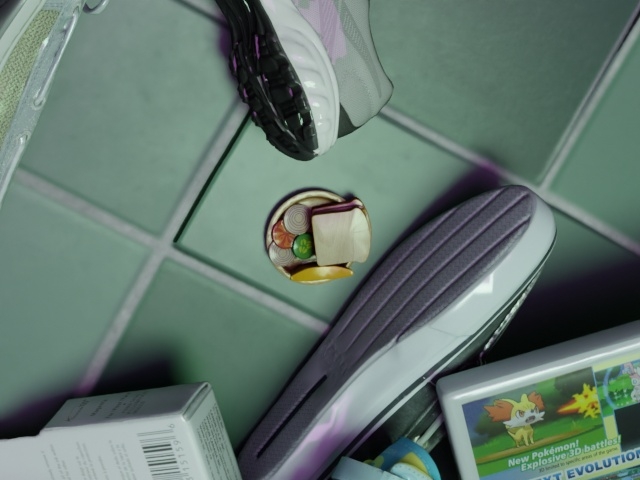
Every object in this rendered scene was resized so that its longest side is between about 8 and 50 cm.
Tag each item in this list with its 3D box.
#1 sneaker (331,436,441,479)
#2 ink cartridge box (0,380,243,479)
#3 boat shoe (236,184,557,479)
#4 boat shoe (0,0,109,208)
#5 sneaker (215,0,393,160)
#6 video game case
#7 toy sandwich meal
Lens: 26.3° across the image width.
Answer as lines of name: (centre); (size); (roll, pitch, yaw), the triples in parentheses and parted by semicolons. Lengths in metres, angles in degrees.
sneaker: (-0.021, 0.230, 0.980); (0.319, 0.127, 0.208); (14, 81, -16)
ink cartridge box: (-0.163, 0.256, 1.084); (0.239, 0.060, 0.275); (-9, 110, 21)
boat shoe: (0.076, 0.101, 1.084); (0.119, 0.121, 0.335); (36, 106, -26)
boat shoe: (-0.227, -0.134, 0.956); (0.118, 0.103, 0.320); (26, 97, 28)
sneaker: (-0.027, -0.199, 0.990); (0.108, 0.100, 0.271); (-28, 107, -29)
video game case: (0.278, 0.195, 1.061); (0.329, 0.036, 0.299); (-16, 111, -2)
toy sandwich meal: (0.000, 0.000, 1.072); (0.086, 0.029, 0.085); (-3, 105, -12)
